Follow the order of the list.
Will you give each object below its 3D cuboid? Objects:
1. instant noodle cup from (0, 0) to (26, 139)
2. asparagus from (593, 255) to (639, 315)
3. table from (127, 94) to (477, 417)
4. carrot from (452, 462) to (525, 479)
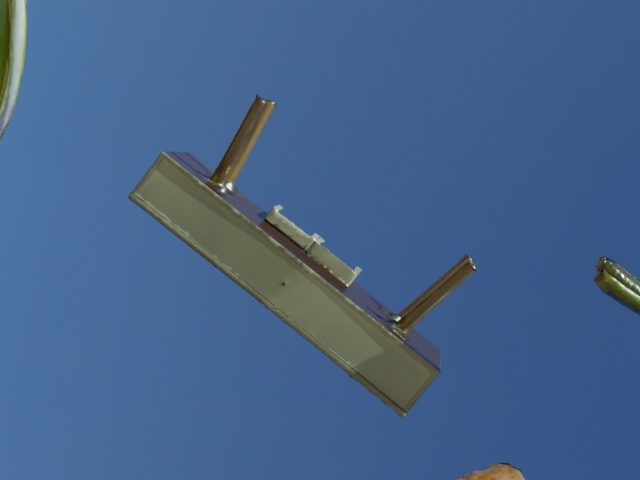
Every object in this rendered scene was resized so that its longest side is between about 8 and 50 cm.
[{"bbox_3d":[-0.380,-0.187,1.158,0.311,0.222,0.311,19,-65,48],"label":"instant noodle cup"},{"bbox_3d":[0.278,0.079,1.056,0.022,0.233,0.023,-58,-173,7],"label":"asparagus"},{"bbox_3d":[0.000,0.000,1.123,0.111,0.240,0.121,-52,179,5],"label":"table"},{"bbox_3d":[0.104,0.296,1.621,0.102,0.263,0.101,10,-77,50],"label":"carrot"}]
